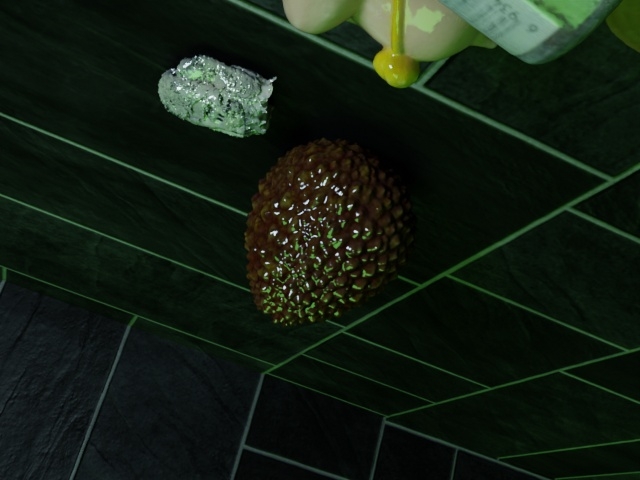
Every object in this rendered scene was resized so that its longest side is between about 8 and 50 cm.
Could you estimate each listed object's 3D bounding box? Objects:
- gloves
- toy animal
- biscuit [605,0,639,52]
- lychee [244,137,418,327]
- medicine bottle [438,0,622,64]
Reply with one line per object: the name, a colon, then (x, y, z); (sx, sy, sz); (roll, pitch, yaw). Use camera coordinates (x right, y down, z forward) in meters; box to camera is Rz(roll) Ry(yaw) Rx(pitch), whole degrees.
gloves: (-0.138, -0.188, 1.038); (0.153, 0.070, 0.114); (16, 156, 4)
toy animal: (0.056, -0.241, 0.714); (0.248, 0.165, 0.149); (19, 151, -22)
biscuit: (0.372, -0.245, 0.635); (0.312, 0.057, 0.351); (9, 155, 11)
lychee: (0.000, 0.000, 1.126); (0.272, 0.271, 0.271); (13, 155, 6)
medicine bottle: (0.102, -0.267, 0.572); (0.273, 0.165, 0.165); (35, 152, -9)
